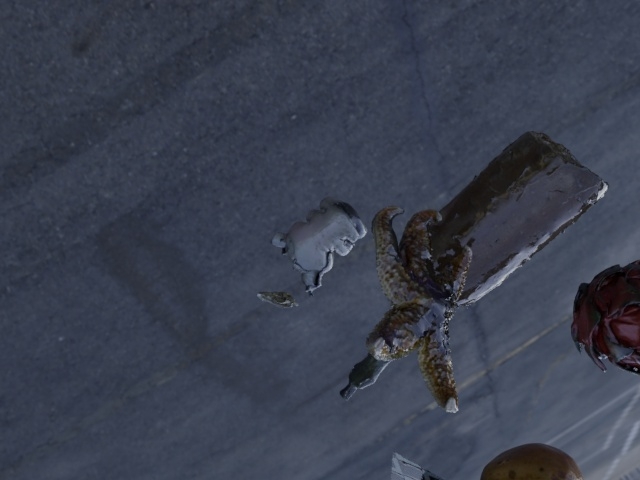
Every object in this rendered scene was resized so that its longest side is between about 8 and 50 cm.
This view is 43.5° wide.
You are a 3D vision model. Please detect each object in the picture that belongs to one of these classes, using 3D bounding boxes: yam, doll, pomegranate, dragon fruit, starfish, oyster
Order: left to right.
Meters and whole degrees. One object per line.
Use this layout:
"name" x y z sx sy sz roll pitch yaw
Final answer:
"oyster" -0.101 0.132 1.912 0.083 0.038 0.081 33 157 -35
"doll" 0.000 0.000 1.653 0.192 0.149 0.095 -44 174 6
"starfish" 0.108 0.074 0.884 0.216 0.238 0.071 -4 157 -41
"yam" 0.233 -0.032 1.017 0.238 0.128 0.129 -44 173 22
"pomegranate" 0.387 0.478 1.494 0.215 0.215 0.215 -24 152 -14
"dragon fruit" 0.467 0.114 1.177 0.189 0.182 0.182 5 153 10

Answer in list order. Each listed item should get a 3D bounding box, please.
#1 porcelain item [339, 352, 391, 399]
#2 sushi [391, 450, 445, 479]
"porcelain item" 0.137 0.376 2.307 0.215 0.081 0.069 -50 155 3
"sushi" 0.280 0.663 1.826 0.069 0.320 0.339 -48 151 -33
